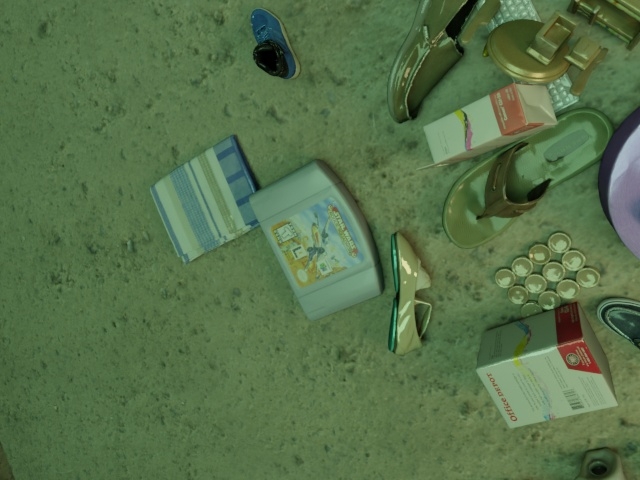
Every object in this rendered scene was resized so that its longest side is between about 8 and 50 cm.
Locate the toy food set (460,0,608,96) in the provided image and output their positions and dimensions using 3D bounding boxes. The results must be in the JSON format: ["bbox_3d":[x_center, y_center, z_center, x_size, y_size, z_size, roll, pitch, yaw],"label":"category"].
[{"bbox_3d":[0.306,-0.276,0.733,0.192,0.132,0.038,32,157,12],"label":"toy food set"}]

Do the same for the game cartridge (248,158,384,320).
[{"bbox_3d":[0.000,0.000,1.002,0.198,0.062,0.297,-25,94,28],"label":"game cartridge"}]

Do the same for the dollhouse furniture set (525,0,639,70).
[{"bbox_3d":[0.408,-0.268,0.681,0.182,0.101,0.161,41,96,12],"label":"dollhouse furniture set"}]

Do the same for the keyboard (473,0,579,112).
[{"bbox_3d":[0.317,-0.318,0.786,0.072,0.014,0.256,-26,91,30],"label":"keyboard"}]

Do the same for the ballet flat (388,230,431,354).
[{"bbox_3d":[0.172,0.101,0.949,0.086,0.086,0.249,7,109,25],"label":"ballet flat"}]

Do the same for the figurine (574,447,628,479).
[{"bbox_3d":[0.574,0.454,0.833,0.214,0.092,0.210,-27,95,31],"label":"figurine"}]

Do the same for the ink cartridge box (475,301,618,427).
[{"bbox_3d":[0.372,0.209,0.832,0.176,0.127,0.128,-26,99,29],"label":"ink cartridge box"}]

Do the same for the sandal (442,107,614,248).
[{"bbox_3d":[0.318,-0.100,0.801,0.303,0.086,0.120,-42,88,27],"label":"sandal"}]

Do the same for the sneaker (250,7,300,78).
[{"bbox_3d":[-0.101,-0.377,0.942,0.058,0.084,0.152,-26,91,30],"label":"sneaker"}]

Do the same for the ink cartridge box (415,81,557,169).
[{"bbox_3d":[0.247,-0.174,0.784,0.198,0.115,0.067,-20,85,46],"label":"ink cartridge box"}]

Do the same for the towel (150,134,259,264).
[{"bbox_3d":[-0.257,-0.086,1.134,0.285,0.034,0.209,-24,90,28],"label":"towel"}]

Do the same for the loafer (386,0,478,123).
[{"bbox_3d":[0.183,-0.307,0.810,0.087,0.094,0.251,28,115,22],"label":"loafer"}]

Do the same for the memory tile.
[{"bbox_3d":[0.387,0.063,0.857,0.148,0.012,0.113,-42,83,30],"label":"memory tile"}]

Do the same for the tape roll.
[{"bbox_3d":[0.538,-0.082,0.676,0.274,0.090,0.275,6,110,17],"label":"tape roll"}]

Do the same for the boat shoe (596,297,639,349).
[{"bbox_3d":[0.525,0.155,0.770,0.183,0.083,0.065,29,115,18],"label":"boat shoe"}]
